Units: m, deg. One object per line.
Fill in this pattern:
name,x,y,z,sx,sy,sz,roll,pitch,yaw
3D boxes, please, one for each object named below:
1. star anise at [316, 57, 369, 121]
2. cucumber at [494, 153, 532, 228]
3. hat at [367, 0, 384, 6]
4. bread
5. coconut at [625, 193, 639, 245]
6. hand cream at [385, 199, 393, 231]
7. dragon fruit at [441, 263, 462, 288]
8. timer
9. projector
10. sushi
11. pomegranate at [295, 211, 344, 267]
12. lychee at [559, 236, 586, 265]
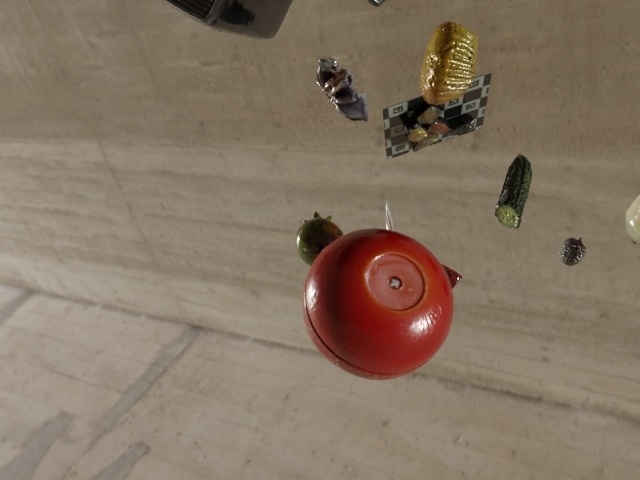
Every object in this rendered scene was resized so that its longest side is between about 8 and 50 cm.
star anise,0.059,-0.403,1.557,0.093,0.229,0.236,-37,172,6
cucumber,0.527,-0.137,1.578,0.077,0.077,0.265,6,-135,29
hat,0.234,-0.572,0.999,0.382,0.366,0.257,20,-153,21
bread,0.365,-0.498,1.677,0.139,0.240,0.240,15,-142,-1
coconut,1.109,-0.078,1.864,0.227,0.230,0.227,20,-143,-16
hand cream,0.232,-0.024,1.931,0.038,0.216,0.052,-2,166,-23
dragon fruit,0.249,0.224,1.845,0.302,0.330,0.240,19,-149,-9
timer,0.144,0.153,1.464,0.378,0.279,0.377,7,-120,-12
projector,-0.188,-0.700,1.357,0.242,0.395,0.405,33,-158,7
sushi,0.391,-0.376,1.938,0.359,0.343,0.064,-19,-111,2
pomegranate,0.008,-0.010,1.748,0.156,0.156,0.220,-2,-142,19
lychee,0.665,0.028,1.542,0.083,0.067,0.068,-56,-147,1
